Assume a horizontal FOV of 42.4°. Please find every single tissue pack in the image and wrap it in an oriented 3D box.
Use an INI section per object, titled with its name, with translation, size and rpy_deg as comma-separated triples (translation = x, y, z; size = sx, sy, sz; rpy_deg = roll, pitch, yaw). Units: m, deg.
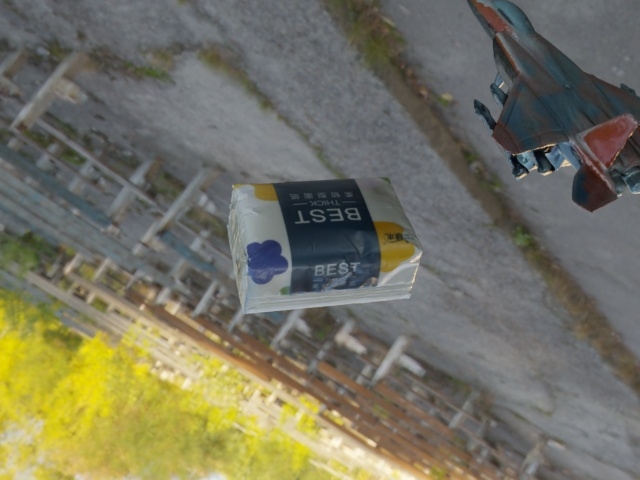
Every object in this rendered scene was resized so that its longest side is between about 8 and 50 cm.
[tissue pack]
translation = 0.000, 0.000, 0.398
size = 0.062, 0.083, 0.042
rpy_deg = -108, 20, -47

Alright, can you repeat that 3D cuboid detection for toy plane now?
[toy plane]
translation = 0.219, -0.147, 0.802
size = 0.326, 0.223, 0.104
rpy_deg = -123, 32, -42
